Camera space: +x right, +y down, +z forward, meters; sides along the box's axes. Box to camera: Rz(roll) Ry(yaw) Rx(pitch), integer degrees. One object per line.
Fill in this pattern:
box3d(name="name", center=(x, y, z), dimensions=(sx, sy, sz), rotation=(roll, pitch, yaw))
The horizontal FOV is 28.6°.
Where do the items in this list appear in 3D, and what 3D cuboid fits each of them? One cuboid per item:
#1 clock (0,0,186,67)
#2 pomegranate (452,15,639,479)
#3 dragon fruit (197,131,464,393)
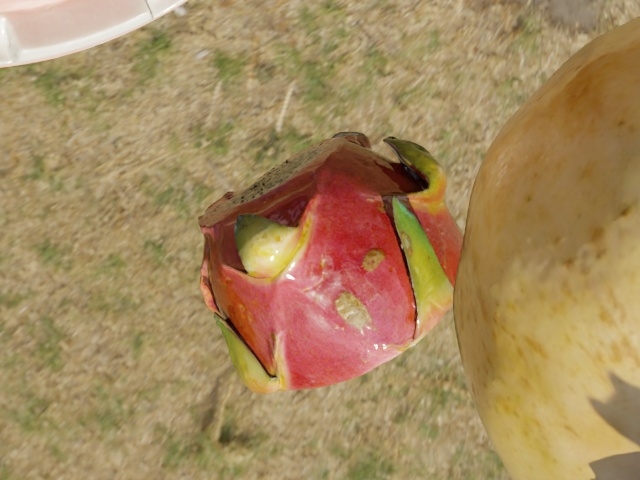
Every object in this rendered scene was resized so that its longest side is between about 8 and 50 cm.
box3d(name="clock", center=(-0.106, -0.170, 0.437), dimensions=(0.241, 0.227, 0.142), rotation=(-18, 69, -16))
box3d(name="pomegranate", center=(0.144, 0.018, 0.405), dimensions=(0.207, 0.207, 0.207), rotation=(4, 108, 11))
box3d(name="dragon fruit", center=(0.000, 0.000, 1.292), dimensions=(0.290, 0.291, 0.189), rotation=(-24, 113, 18))
